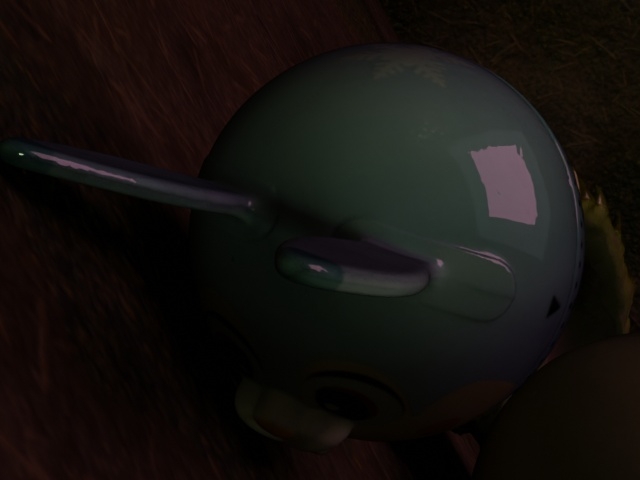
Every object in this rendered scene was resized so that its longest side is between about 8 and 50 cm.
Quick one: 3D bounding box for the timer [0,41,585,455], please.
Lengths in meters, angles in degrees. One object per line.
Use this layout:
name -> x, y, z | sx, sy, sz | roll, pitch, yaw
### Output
timer -> 0.002, 0.016, 0.680 | 0.255, 0.175, 0.175 | -33, 95, -54

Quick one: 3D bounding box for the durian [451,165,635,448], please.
durian -> 0.109, 0.063, 1.064 | 0.355, 0.157, 0.170 | 47, 33, -58

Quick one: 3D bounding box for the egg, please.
egg -> 0.192, 0.166, 0.979 | 0.269, 0.219, 0.219 | 49, 15, -50
